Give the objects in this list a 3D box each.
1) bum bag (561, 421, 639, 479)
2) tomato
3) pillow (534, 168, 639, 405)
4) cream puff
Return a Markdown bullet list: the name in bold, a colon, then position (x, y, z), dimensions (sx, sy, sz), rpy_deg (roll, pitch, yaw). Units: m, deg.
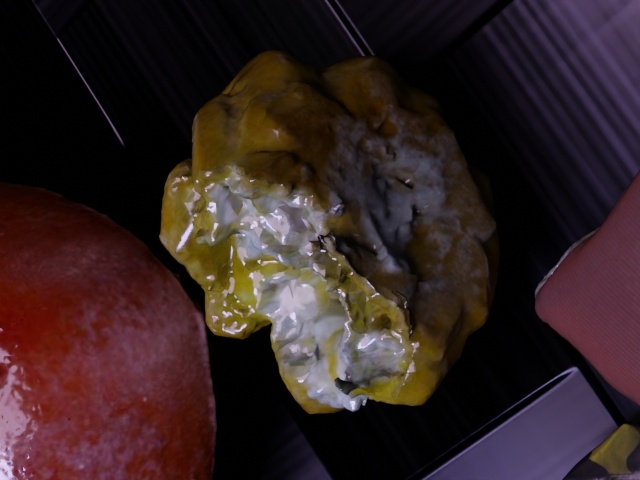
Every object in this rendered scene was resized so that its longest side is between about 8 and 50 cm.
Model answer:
- **bum bag**: position (0.211, 0.215, 0.922), dimensions (0.106, 0.060, 0.233), rpy_deg (-14, 94, 25)
- **tomato**: position (-0.228, 0.128, 1.040), dimensions (0.338, 0.143, 0.338), rpy_deg (10, 106, 37)
- **pillow**: position (0.222, 0.022, 0.865), dimensions (0.171, 0.075, 0.179), rpy_deg (42, 119, 19)
- **cream puff**: position (0.004, -0.003, 0.956), dimensions (0.194, 0.194, 0.221), rpy_deg (-32, 94, 33)
